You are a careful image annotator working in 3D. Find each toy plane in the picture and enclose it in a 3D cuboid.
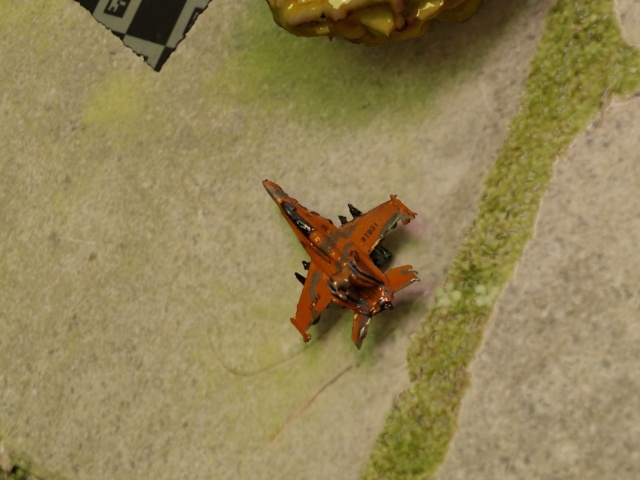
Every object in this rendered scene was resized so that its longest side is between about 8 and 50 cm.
[{"bbox_3d":[0.007,0.004,0.929,0.135,0.062,0.188,-51,39,8],"label":"toy plane"}]

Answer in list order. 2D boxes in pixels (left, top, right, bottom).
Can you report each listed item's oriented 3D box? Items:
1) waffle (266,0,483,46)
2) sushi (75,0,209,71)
[{"bbox_3d":[0.048,-0.303,0.892,0.261,0.151,0.324,42,116,12],"label":"waffle"},{"bbox_3d":[-0.171,-0.392,1.187,0.339,0.068,0.320,-53,52,7],"label":"sushi"}]
